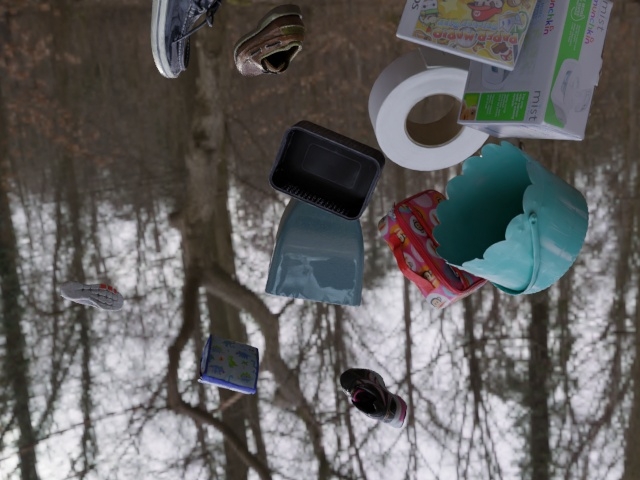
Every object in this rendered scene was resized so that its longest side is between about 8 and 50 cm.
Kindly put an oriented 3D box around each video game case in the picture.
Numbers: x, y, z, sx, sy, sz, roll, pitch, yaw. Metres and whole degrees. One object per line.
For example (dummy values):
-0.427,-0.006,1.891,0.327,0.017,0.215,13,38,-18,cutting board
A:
0.277,-0.441,1.603,0.227,0.206,0.026,19,-176,9,video game case

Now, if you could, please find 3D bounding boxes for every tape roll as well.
0.257,-0.303,2.025,0.286,0.286,0.100,-7,-138,-3,tape roll

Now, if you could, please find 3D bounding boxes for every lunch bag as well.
0.283,0.024,2.237,0.258,0.293,0.120,-23,164,-46,lunch bag
-0.211,0.298,2.028,0.129,0.096,0.151,16,-164,-12,lunch bag

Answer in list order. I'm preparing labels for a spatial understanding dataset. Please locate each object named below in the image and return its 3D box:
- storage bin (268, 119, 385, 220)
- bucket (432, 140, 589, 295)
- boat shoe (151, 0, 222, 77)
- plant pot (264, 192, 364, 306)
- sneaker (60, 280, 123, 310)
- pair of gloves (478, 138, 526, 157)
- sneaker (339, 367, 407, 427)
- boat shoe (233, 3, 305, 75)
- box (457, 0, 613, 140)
0.013,-0.126,1.564,0.180,0.122,0.084,23,-162,3,storage bin
0.371,-0.037,1.716,0.183,0.281,0.281,27,-177,-23,bucket
-0.276,-0.551,1.906,0.156,0.500,0.187,11,-133,-9,boat shoe
0.000,0.000,2.282,0.247,0.252,0.248,9,-163,-3,plant pot
-0.559,0.133,2.142,0.158,0.061,0.065,21,162,-24,sneaker
0.449,-0.179,2.251,0.042,0.240,0.204,21,-132,-19,pair of gloves
0.083,0.279,1.611,0.077,0.072,0.178,20,-178,-34,sneaker
-0.129,-0.449,2.105,0.111,0.104,0.307,-10,170,-24,boat shoe
0.405,-0.330,1.664,0.127,0.262,0.231,12,-178,-32,box
